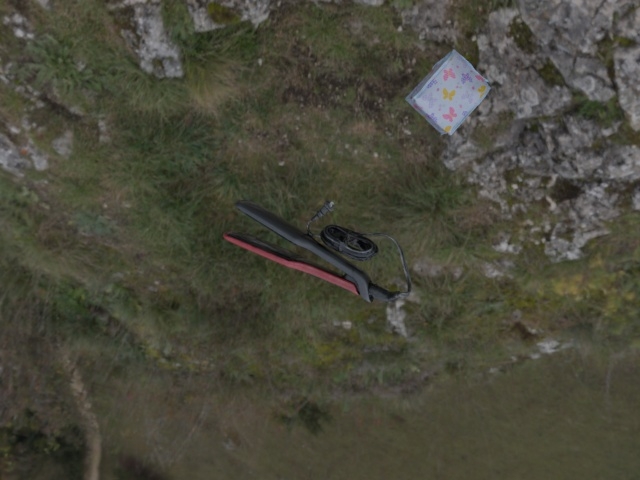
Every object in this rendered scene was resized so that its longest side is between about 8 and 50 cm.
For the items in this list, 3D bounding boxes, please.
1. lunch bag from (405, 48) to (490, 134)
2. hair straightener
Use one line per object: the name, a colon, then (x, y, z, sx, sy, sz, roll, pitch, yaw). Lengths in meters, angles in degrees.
lunch bag: (0.161, -0.184, 0.756, 0.071, 0.053, 0.083, 40, 96, -12)
hair straightener: (0.000, 0.000, 0.672, 0.231, 0.047, 0.089, 25, 104, 23)
